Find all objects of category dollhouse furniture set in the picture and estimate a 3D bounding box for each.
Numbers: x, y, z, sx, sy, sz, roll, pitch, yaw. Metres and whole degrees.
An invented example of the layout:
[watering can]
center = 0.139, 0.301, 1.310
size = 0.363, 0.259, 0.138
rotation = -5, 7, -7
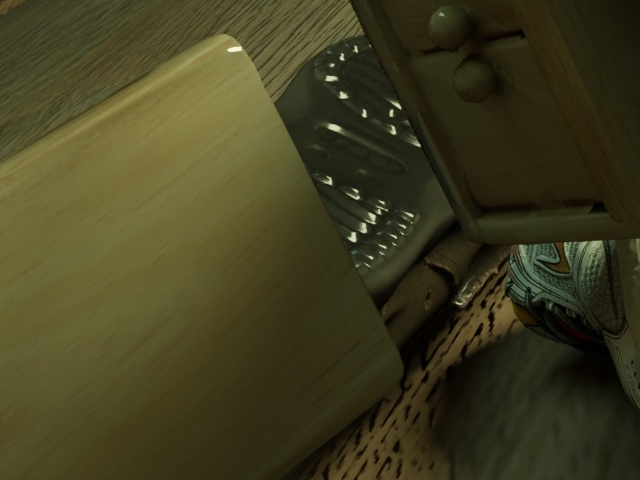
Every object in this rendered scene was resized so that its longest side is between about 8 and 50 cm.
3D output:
[dollhouse furniture set]
center = 0.000, 0.000, 0.481
size = 0.394, 0.362, 0.256
rotation = -35, 16, -29

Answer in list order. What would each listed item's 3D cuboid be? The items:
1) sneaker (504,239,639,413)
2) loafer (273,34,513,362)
[sneaker]
center = 0.131, 0.023, 0.752
size = 0.093, 0.088, 0.225
rotation = -48, 15, 18
[loafer]
center = 0.012, -0.003, 0.864
size = 0.134, 0.130, 0.366
rotation = 32, 27, 17
